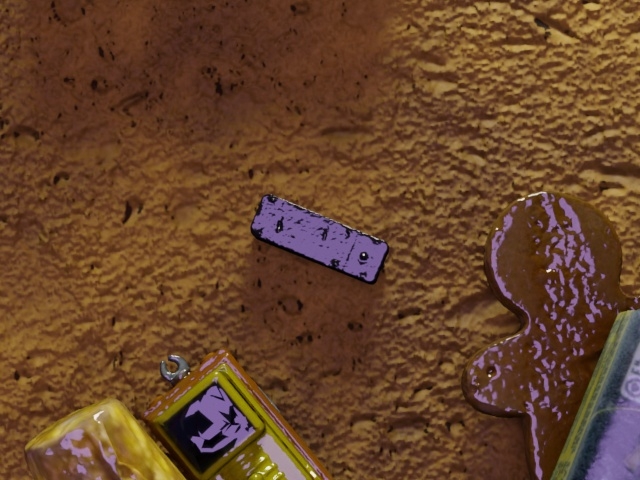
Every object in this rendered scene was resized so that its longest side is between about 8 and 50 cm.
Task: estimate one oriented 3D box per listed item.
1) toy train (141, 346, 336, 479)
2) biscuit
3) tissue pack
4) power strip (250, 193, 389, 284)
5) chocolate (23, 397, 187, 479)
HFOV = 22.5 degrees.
[{"bbox_3d":[-0.053,0.173,1.217,0.089,0.127,0.219,-39,83,-2],"label":"toy train"},{"bbox_3d":[0.208,0.107,1.258,0.197,0.049,0.301,-16,84,-10],"label":"biscuit"},{"bbox_3d":[0.263,0.201,1.186,0.185,0.081,0.257,24,81,-1],"label":"tissue pack"},{"bbox_3d":[0.000,0.000,1.284,0.111,0.029,0.038,23,85,6],"label":"power strip"},{"bbox_3d":[-0.060,0.311,1.130,0.162,0.162,0.445,-31,98,-2],"label":"chocolate"}]
